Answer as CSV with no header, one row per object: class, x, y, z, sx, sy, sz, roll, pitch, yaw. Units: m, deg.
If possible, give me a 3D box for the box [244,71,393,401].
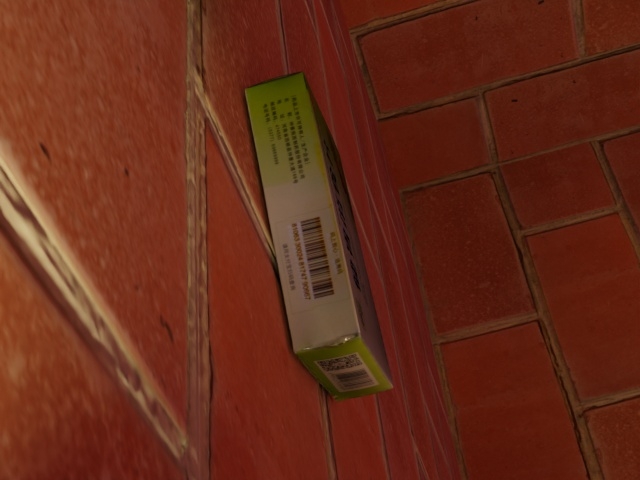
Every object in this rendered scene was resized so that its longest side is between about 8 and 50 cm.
box,0.000,0.001,0.967,0.175,0.062,0.261,60,17,-65
